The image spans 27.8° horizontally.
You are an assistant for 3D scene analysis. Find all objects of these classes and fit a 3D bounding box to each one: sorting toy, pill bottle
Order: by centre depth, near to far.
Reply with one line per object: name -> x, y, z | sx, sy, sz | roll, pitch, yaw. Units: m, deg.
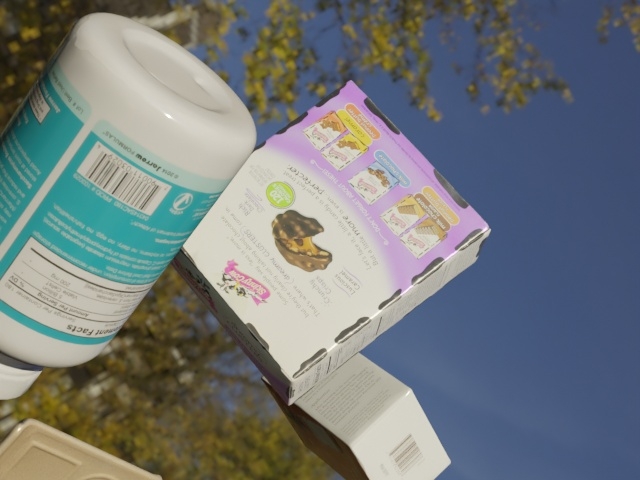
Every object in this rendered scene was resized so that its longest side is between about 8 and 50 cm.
pill bottle -> -0.172, -0.014, 0.892 | 0.146, 0.264, 0.146 | 35, 18, -13
sorting toy -> -0.308, 0.289, 1.423 | 0.208, 0.193, 0.038 | 32, 18, -39

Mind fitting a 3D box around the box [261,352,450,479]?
box -> 0.037, 0.193, 1.394 | 0.170, 0.091, 0.130 | 30, -24, 49

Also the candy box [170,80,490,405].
candy box -> 0.000, 0.000, 0.991 | 0.165, 0.196, 0.070 | 49, -17, 16
